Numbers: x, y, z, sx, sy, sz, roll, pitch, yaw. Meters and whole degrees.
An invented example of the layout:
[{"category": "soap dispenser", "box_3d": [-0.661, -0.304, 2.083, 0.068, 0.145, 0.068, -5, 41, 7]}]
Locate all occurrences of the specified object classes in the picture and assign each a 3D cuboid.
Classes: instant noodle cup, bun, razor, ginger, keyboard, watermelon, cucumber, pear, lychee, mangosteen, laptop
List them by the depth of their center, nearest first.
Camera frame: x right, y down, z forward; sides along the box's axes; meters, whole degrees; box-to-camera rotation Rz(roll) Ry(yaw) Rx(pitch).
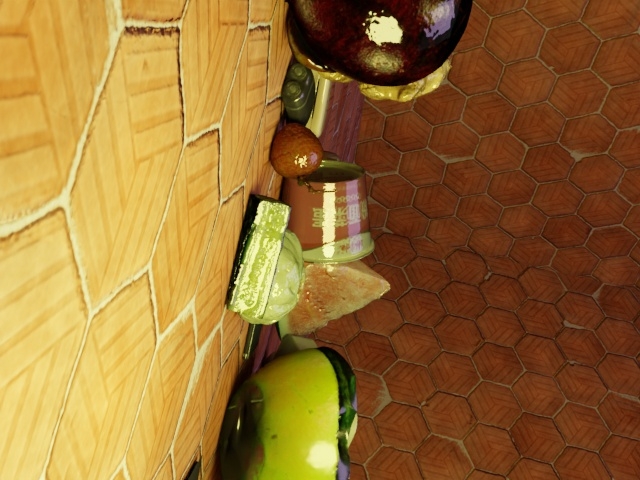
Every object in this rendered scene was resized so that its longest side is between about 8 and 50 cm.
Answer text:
[{"category": "mangosteen", "box_3d": [0.079, -0.394, 1.220, 0.347, 0.306, 0.307, -18, -127, 56]}, {"category": "keyboard", "box_3d": [-0.241, 0.450, 1.282, 0.196, 0.015, 0.074, -62, 161, -75]}, {"category": "cucumber", "box_3d": [-0.115, 0.028, 1.303, 0.062, 0.078, 0.211, 28, -76, 62]}, {"category": "lychee", "box_3d": [-0.042, -0.151, 1.381, 0.114, 0.101, 0.140, -22, -122, 45]}, {"category": "razor", "box_3d": [-0.041, -0.268, 1.415, 0.148, 0.054, 0.090, 87, 21, -73]}, {"category": "bun", "box_3d": [-0.089, 0.067, 1.420, 0.195, 0.118, 0.196, 10, 90, -84]}, {"category": "ginger", "box_3d": [0.080, -0.359, 1.493, 0.236, 0.375, 0.166, -43, 121, -20]}, {"category": "pear", "box_3d": [-0.094, 0.404, 1.535, 0.399, 0.165, 0.399, -39, -137, 48]}, {"category": "instant noodle cup", "box_3d": [0.007, -0.070, 1.641, 0.235, 0.234, 0.179, -67, 159, -66]}, {"category": "laptop", "box_3d": [-0.143, 0.171, 1.687, 0.129, 0.016, 0.180, -51, 155, -80]}, {"category": "watermelon", "box_3d": [0.002, 0.084, 1.919, 0.250, 0.292, 0.283, -121, -146, -52]}]

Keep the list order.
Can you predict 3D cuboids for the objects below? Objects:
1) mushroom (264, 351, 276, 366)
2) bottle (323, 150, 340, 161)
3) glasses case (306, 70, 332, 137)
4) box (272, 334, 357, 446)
[{"category": "mushroom", "box_3d": [-0.109, 0.372, 2.080, 0.148, 0.112, 0.148, -37, 156, -19]}, {"category": "bottle", "box_3d": [-0.005, -0.141, 2.016, 0.110, 0.097, 0.209, 25, -76, 62]}, {"category": "glasses case", "box_3d": [-0.005, -0.335, 1.701, 0.083, 0.050, 0.196, -73, 174, -62]}, {"category": "box", "box_3d": [-0.063, 0.453, 1.731, 0.373, 0.090, 0.367, -65, -152, 15]}]
